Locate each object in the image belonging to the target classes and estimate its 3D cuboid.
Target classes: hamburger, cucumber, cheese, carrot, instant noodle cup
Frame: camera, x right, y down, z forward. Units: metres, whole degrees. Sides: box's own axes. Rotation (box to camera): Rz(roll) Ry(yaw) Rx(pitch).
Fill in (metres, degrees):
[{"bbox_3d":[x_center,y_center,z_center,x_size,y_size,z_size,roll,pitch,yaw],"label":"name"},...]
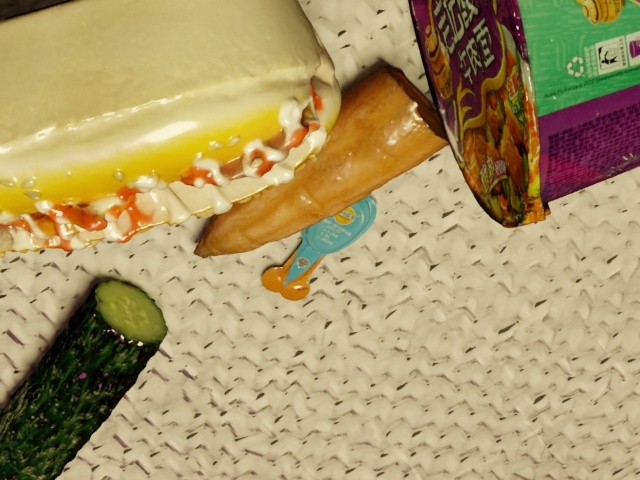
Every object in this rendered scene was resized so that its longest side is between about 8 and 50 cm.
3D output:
[{"bbox_3d":[-0.137,-0.078,1.062,0.295,0.227,0.151,-17,102,5],"label":"hamburger"},{"bbox_3d":[-0.215,0.150,1.288,0.067,0.067,0.293,28,116,-23],"label":"cucumber"},{"bbox_3d":[0.000,0.000,1.247,0.047,0.017,0.111,30,114,-20],"label":"cheese"},{"bbox_3d":[-0.010,-0.044,1.192,0.205,0.072,0.072,-32,121,19],"label":"carrot"},{"bbox_3d":[0.172,-0.149,1.051,0.190,0.251,0.251,-15,124,-8],"label":"instant noodle cup"}]
